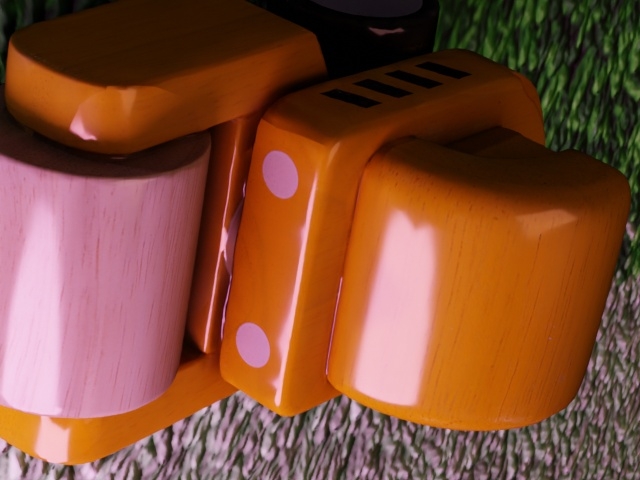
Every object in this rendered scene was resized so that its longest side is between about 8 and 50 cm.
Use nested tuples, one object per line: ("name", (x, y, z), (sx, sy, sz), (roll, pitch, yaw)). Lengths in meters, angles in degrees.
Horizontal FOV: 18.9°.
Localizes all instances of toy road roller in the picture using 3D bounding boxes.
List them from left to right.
("toy road roller", (0.000, 0.000, 0.957), (0.329, 0.240, 0.203), (-21, 130, -46))
